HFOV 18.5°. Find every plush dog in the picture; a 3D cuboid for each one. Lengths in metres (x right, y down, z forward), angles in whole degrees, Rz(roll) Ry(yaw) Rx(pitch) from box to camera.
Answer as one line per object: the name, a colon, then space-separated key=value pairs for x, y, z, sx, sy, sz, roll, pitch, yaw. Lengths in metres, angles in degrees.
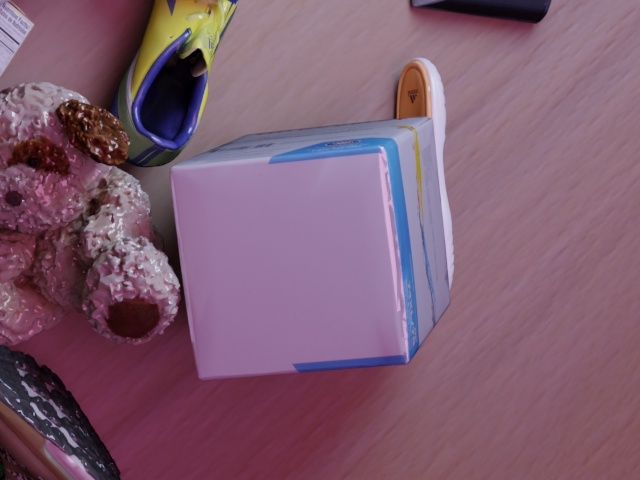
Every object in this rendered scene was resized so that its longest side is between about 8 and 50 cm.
plush dog: x=-0.234 y=-0.040 z=1.793 sx=0.210 sy=0.262 sz=0.225 roll=-50 pitch=129 yaw=-50

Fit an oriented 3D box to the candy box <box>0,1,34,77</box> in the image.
candy box: x=-0.352 y=-0.143 z=1.760 sx=0.187 sy=0.109 sz=0.053 roll=-59 pitch=142 yaw=-11

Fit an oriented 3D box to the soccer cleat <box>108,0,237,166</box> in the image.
soccer cleat: x=-0.120 y=-0.204 z=1.860 sx=0.093 sy=0.121 sz=0.289 roll=23 pitch=79 yaw=-24

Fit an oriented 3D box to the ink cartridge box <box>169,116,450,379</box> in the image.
ink cartridge box: x=0.000 y=0.000 z=1.827 sx=0.198 sy=0.270 sz=0.197 roll=-5 pitch=98 yaw=13

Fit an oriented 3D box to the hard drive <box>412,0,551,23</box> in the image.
hard drive: x=0.184 y=-0.360 z=2.033 sx=0.172 sy=0.054 sz=0.255 roll=5 pitch=93 yaw=-26

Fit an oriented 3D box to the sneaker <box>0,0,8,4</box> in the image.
sneaker: x=-0.311 y=-0.292 z=1.737 sx=0.292 sy=0.169 sz=0.108 roll=-19 pitch=136 yaw=-38

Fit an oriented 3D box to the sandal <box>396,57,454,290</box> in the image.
sandal: x=0.078 y=-0.053 z=1.994 sx=0.076 sy=0.102 sz=0.265 roll=-2 pitch=87 yaw=-24

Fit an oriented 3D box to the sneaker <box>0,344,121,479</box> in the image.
sneaker: x=-0.256 y=0.272 z=1.803 sx=0.182 sy=0.158 sz=0.410 roll=-30 pitch=124 yaw=-4

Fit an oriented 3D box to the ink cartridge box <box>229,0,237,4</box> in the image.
ink cartridge box: x=-0.086 y=-0.329 z=1.849 sx=0.097 sy=0.046 sz=0.207 roll=24 pitch=59 yaw=-7
